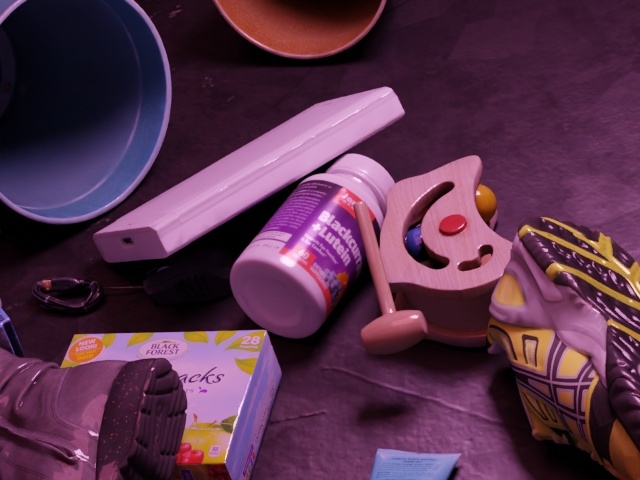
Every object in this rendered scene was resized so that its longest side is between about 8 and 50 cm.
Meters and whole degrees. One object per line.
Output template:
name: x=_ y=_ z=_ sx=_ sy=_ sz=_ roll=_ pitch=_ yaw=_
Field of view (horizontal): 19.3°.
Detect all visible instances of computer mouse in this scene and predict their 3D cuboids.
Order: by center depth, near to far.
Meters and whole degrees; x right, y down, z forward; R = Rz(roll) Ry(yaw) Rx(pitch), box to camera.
computer mouse: x=-0.195 y=0.038 z=1.998 sx=0.242 sy=0.041 sz=0.071 roll=-7 pitch=39 yaw=12

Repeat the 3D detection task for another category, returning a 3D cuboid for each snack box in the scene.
snack box: x=-0.158 y=0.168 z=1.792 sx=0.207 sy=0.070 sz=0.174 roll=-1 pitch=42 yaw=18

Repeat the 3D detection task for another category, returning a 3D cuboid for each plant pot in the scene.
plant pot: x=-0.354 y=-0.173 z=2.160 sx=0.271 sy=0.272 sz=0.255 roll=-40 pitch=34 yaw=-28
plant pot: x=0.007 y=-0.377 z=2.333 sx=0.237 sy=0.237 sz=0.254 roll=0 pitch=25 yaw=20

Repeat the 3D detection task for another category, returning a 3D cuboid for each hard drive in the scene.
hard drive: x=-0.079 y=-0.069 z=2.015 sx=0.307 sy=0.040 sz=0.203 roll=-32 pitch=11 yaw=-23

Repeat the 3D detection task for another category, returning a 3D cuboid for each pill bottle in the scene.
pill bottle: x=0.000 y=0.000 z=1.919 sx=0.108 sy=0.108 sz=0.193 roll=11 pitch=45 yaw=30

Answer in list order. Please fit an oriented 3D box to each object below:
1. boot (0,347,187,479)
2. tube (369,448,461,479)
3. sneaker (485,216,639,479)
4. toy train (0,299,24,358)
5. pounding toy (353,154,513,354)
boot: x=-0.259 y=0.250 z=1.660 sx=0.222 sy=0.118 sz=0.338 roll=0 pitch=52 yaw=22
tube: x=0.060 y=0.249 z=1.636 sx=0.080 sy=0.052 sz=0.207 roll=5 pitch=36 yaw=18
sneaker: x=0.262 y=0.137 z=1.635 sx=0.145 sy=0.147 sz=0.385 roll=10 pitch=30 yaw=-25
toy train: x=-0.401 y=0.116 z=1.943 sx=0.184 sy=0.080 sz=0.105 roll=-30 pitch=45 yaw=-19
pounding toy: x=0.127 y=0.002 z=1.833 sx=0.154 sy=0.155 sz=0.269 roll=-8 pitch=37 yaw=17
